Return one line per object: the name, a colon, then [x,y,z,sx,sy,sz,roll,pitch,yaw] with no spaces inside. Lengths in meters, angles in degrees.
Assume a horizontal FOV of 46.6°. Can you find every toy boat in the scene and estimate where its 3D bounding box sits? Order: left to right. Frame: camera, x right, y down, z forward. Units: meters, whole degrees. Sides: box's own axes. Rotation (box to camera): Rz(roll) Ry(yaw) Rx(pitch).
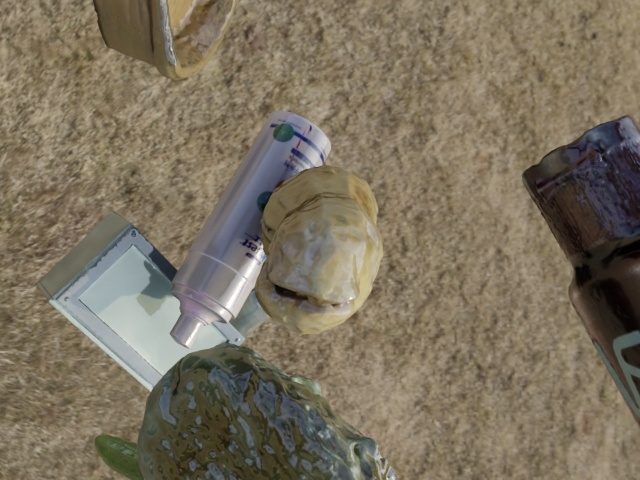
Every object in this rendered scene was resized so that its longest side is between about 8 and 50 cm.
toy boat: [-0.097,-0.199,0.497,0.116,0.061,0.188,48,54,-74]

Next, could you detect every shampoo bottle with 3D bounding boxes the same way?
shampoo bottle: [-0.093,-0.011,0.893,0.092,0.092,0.303,38,70,-26]
shampoo bottle: [0.220,0.086,0.408,0.084,0.129,0.323,-24,80,-10]

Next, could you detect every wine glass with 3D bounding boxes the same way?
wine glass: [-0.085,0.079,1.136,0.074,0.262,0.074,20,46,-23]

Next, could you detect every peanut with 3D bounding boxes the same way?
peanut: [0.000,0.000,0.756,0.130,0.290,0.130,0,110,0]

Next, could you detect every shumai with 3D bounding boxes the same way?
shumai: [-0.030,0.157,0.521,0.142,0.184,0.184,-33,106,-70]

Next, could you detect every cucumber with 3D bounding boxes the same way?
cucumber: [-0.251,0.344,1.107,0.056,0.250,0.056,-19,114,-51]

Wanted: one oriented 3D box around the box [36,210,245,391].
box: [-0.219,0.092,0.929,0.129,0.086,0.225,-47,121,-13]
